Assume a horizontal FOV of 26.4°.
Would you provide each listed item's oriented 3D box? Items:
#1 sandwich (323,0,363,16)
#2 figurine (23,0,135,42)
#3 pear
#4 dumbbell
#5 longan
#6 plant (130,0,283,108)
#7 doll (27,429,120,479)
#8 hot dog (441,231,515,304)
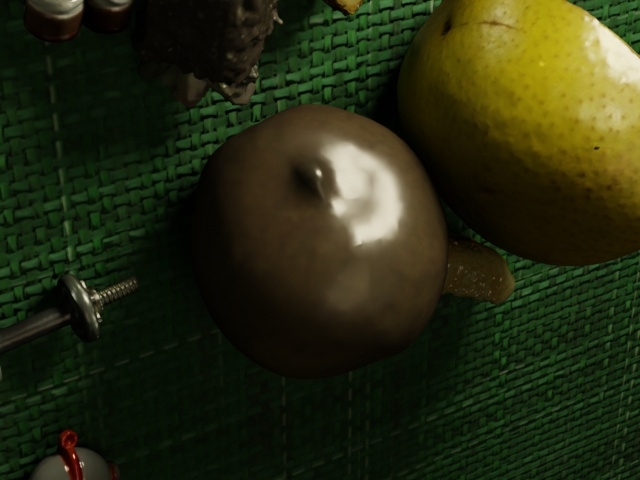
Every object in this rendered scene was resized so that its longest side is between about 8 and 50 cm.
[{"bbox_3d":[0.023,-0.412,1.373,0.271,0.099,0.301,36,95,-38],"label":"sandwich"},{"bbox_3d":[-0.213,-0.353,1.195,0.281,0.167,0.370,-12,130,-25],"label":"figurine"},{"bbox_3d":[0.216,-0.105,1.484,0.191,0.386,0.340,-46,129,-14],"label":"pear"},{"bbox_3d":[-0.306,0.094,1.434,0.254,0.081,0.081,-24,127,-25],"label":"dumbbell"},{"bbox_3d":[-0.002,-0.002,1.475,0.297,0.297,0.297,-17,124,-27],"label":"longan"},{"bbox_3d":[-0.109,-0.217,1.342,0.142,0.131,0.203,23,139,-8],"label":"plant"},{"bbox_3d":[-0.290,0.321,1.582,0.142,0.076,0.245,-13,126,-31],"label":"doll"},{"bbox_3d":[0.154,0.024,1.725,0.243,0.084,0.073,12,104,-39],"label":"hot dog"}]
